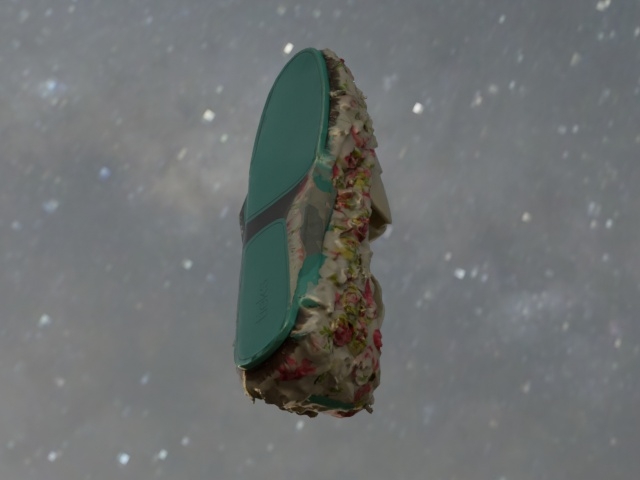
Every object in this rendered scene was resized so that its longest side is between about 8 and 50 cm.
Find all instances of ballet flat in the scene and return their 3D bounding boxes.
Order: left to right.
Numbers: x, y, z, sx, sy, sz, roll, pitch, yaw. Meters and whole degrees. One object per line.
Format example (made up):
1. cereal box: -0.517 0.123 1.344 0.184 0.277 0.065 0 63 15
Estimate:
1. ballet flat: 0.000 0.000 0.955 0.077 0.241 0.091 33 -47 -27
